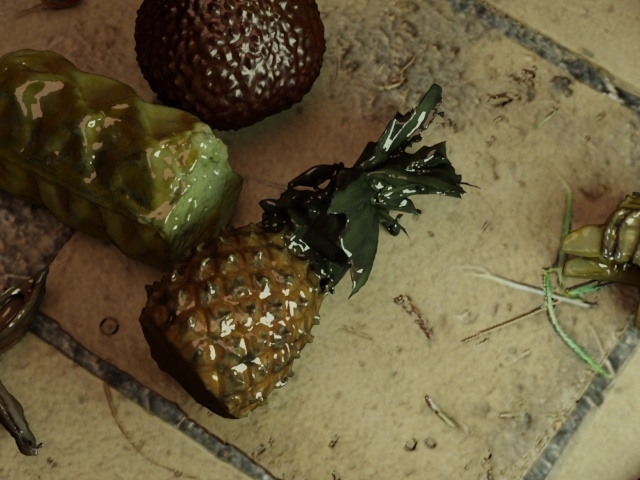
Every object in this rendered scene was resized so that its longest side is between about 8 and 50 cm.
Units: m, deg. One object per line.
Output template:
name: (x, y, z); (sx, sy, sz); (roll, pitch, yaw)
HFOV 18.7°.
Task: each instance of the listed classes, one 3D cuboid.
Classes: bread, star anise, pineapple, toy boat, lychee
bread: (-0.215, -0.082, 1.830); (0.267, 0.130, 0.152); (26, 109, 19)
star anise: (-0.334, 0.112, 1.810); (0.171, 0.063, 0.208); (-4, 68, 8)
pineapple: (-0.001, -0.001, 1.778); (0.364, 0.165, 0.165); (-43, 73, -13)
toy boat: (0.372, 0.045, 1.773); (0.310, 0.089, 0.115); (17, 69, 10)
lychee: (-0.084, -0.198, 1.850); (0.194, 0.194, 0.194); (-1, 70, 3)

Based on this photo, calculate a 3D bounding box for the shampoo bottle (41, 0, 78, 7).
shampoo bottle: (-0.274, -0.342, 1.975); (0.108, 0.051, 0.221); (-8, 69, -2)

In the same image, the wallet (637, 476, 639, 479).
wallet: (0.377, 0.355, 1.681); (0.197, 0.051, 0.377); (-39, 72, -7)
